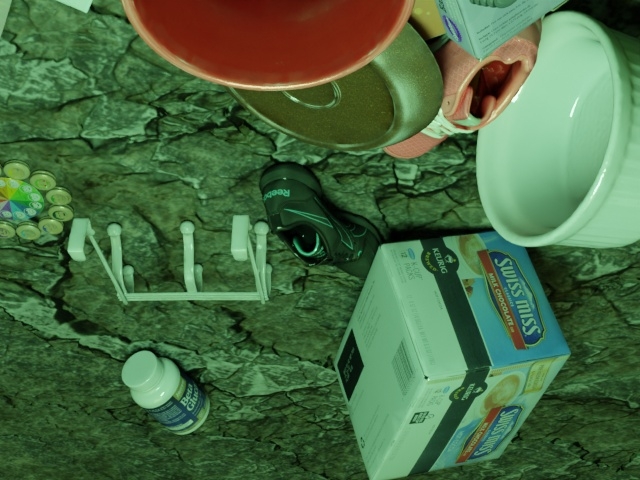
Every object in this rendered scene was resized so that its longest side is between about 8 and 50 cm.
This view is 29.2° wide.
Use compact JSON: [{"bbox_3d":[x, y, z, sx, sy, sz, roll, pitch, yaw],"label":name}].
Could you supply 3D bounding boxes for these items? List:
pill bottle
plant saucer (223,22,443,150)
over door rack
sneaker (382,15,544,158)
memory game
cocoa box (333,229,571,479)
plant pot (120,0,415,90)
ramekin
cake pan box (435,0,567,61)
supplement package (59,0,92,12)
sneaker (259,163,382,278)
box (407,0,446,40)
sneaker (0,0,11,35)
[{"bbox_3d":[-0.269,0.260,2.124,0.094,0.094,0.169,-15,142,20],"label":"pill bottle"},{"bbox_3d":[-0.010,-0.197,1.438,0.310,0.050,0.311,19,154,10],"label":"plant saucer"},{"bbox_3d":[-0.198,0.012,1.748,0.239,0.108,0.324,-1,165,4],"label":"over door rack"},{"bbox_3d":[0.155,-0.178,1.480,0.115,0.136,0.314,18,141,-21],"label":"sneaker"},{"bbox_3d":[-0.446,-0.056,1.763,0.186,0.012,0.186,1,144,0],"label":"memory game"},{"bbox_3d":[0.185,0.177,1.853,0.227,0.231,0.347,-7,147,-18],"label":"cocoa box"},{"bbox_3d":[-0.047,-0.321,1.196,0.274,0.243,0.275,0,143,0],"label":"plant pot"},{"bbox_3d":[0.313,-0.121,1.450,0.135,0.277,0.277,9,144,-24],"label":"ramekin"},{"bbox_3d":[0.212,-0.345,1.200,0.267,0.070,0.246,-36,138,-5],"label":"cake pan box"},{"bbox_3d":[-0.224,-0.386,1.136,0.145,0.204,0.262,20,140,-17],"label":"supplement package"},{"bbox_3d":[0.000,0.000,1.756,0.101,0.106,0.267,-24,139,28],"label":"sneaker"},{"bbox_3d":[0.132,-0.305,1.344,0.170,0.091,0.130,-17,140,23],"label":"box"},{"bbox_3d":[-0.419,-0.268,1.401,0.121,0.108,0.302,15,134,-18],"label":"sneaker"}]
